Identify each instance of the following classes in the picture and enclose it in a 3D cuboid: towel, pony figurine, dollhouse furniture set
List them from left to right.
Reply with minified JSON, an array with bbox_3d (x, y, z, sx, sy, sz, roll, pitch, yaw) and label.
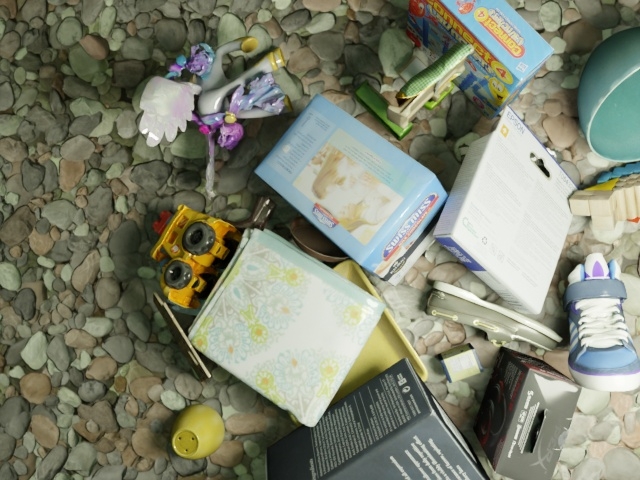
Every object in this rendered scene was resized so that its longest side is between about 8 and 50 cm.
[{"bbox_3d":[-0.257,-0.322,1.275,0.363,0.303,0.351,-17,54,10],"label":"pony figurine"},{"bbox_3d":[-0.086,0.183,1.224,0.374,0.090,0.321,31,92,14],"label":"towel"},{"bbox_3d":[0.193,-0.358,1.176,0.197,0.301,0.151,-44,87,6],"label":"dollhouse furniture set"}]

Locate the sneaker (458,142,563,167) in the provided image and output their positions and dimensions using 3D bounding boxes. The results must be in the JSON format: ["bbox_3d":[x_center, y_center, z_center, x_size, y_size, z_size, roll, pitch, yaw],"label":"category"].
[{"bbox_3d":[0.441,-0.170,1.258,0.234,0.078,0.106,3,92,11],"label":"sneaker"}]

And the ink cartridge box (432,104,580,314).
[{"bbox_3d":[0.414,-0.061,1.158,0.324,0.071,0.330,38,67,-27],"label":"ink cartridge box"}]

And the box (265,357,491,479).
[{"bbox_3d":[0.124,0.508,1.162,0.395,0.212,0.293,-34,109,4],"label":"box"}]

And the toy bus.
[{"bbox_3d":[-0.333,0.025,1.299,0.211,0.149,0.220,27,83,25],"label":"toy bus"}]

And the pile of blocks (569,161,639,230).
[{"bbox_3d":[0.748,-0.113,1.211,0.362,0.149,0.113,-17,119,13],"label":"pile of blocks"}]

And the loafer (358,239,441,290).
[{"bbox_3d":[0.241,0.000,1.265,0.319,0.112,0.111,-34,92,11],"label":"loafer"}]

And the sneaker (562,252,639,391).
[{"bbox_3d":[0.569,0.150,1.110,0.130,0.323,0.236,-8,95,24],"label":"sneaker"}]

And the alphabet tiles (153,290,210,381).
[{"bbox_3d":[-0.338,0.233,1.289,0.009,0.198,0.237,-31,84,-23],"label":"alphabet tiles"}]

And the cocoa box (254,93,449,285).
[{"bbox_3d":[0.076,-0.107,1.168,0.347,0.228,0.231,42,94,28],"label":"cocoa box"}]

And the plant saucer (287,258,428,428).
[{"bbox_3d":[0.032,0.266,1.292,0.332,0.081,0.333,-33,85,4],"label":"plant saucer"}]

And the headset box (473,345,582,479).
[{"bbox_3d":[0.429,0.364,1.133,0.110,0.293,0.218,18,92,7],"label":"headset box"}]

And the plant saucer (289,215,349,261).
[{"bbox_3d":[0.000,0.000,1.271,0.168,0.168,0.029,30,117,7],"label":"plant saucer"}]

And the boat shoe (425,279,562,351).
[{"bbox_3d":[0.393,0.188,1.238,0.305,0.109,0.091,23,92,13],"label":"boat shoe"}]

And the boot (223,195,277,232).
[{"bbox_3d":[-0.175,-0.070,1.347,0.106,0.037,0.114,25,95,-6],"label":"boot"}]

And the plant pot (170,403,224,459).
[{"bbox_3d":[-0.314,0.483,1.320,0.134,0.095,0.134,0,89,7],"label":"plant pot"}]

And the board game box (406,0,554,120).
[{"bbox_3d":[0.324,-0.433,1.163,0.086,0.302,0.308,-42,84,4],"label":"board game box"}]

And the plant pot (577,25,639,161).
[{"bbox_3d":[0.682,-0.342,1.153,0.290,0.290,0.195,-14,52,6],"label":"plant pot"}]

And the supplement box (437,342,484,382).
[{"bbox_3d":[0.326,0.285,1.252,0.083,0.083,0.056,-21,86,7],"label":"supplement box"}]

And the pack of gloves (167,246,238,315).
[{"bbox_3d":[-0.265,0.102,1.361,0.232,0.046,0.195,10,75,7],"label":"pack of gloves"}]
